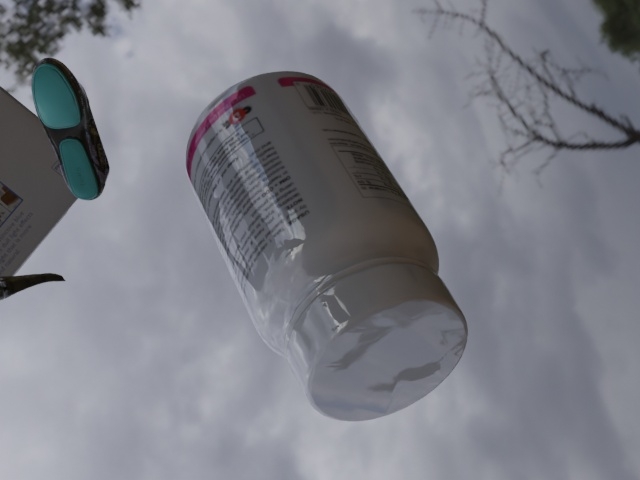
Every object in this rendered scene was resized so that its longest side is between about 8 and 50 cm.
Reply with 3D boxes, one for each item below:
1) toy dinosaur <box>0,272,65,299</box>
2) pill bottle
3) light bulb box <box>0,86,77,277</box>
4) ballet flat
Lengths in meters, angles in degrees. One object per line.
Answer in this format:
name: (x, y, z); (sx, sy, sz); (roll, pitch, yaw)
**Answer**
toy dinosaur: (-0.339, 0.029, 1.022); (0.118, 0.064, 0.268); (44, -166, 2)
pill bottle: (0.000, 0.000, 0.919); (0.160, 0.160, 0.283); (33, -159, -44)
light bulb box: (-0.502, -0.114, 1.433); (0.361, 0.225, 0.358); (40, 171, -12)
ballet flat: (-0.182, -0.086, 0.813); (0.041, 0.041, 0.114); (-78, -20, -57)
